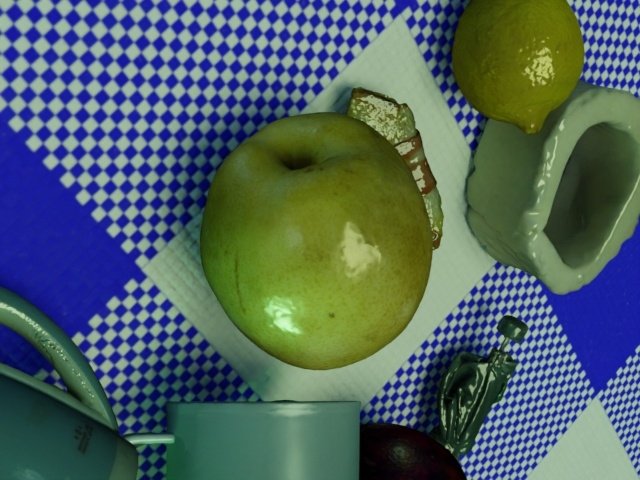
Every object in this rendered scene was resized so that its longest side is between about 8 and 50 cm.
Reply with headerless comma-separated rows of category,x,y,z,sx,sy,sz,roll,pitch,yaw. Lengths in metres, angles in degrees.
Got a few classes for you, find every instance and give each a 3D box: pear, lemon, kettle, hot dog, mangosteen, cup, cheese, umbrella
pear,0.000,0.000,1.254,0.314,0.314,0.314,-17,120,-32
lemon,0.278,-0.269,1.423,0.186,0.187,0.244,0,78,-38
kettle,-0.391,0.212,1.103,0.342,0.247,0.320,38,60,-19
hot dog,0.095,-0.098,1.418,0.123,0.093,0.262,-23,108,-18
mangosteen,0.059,0.415,1.500,0.359,0.306,0.306,19,98,-21
cup,-0.097,0.361,1.284,0.331,0.256,0.311,9,77,-48
cheese,0.378,-0.091,1.603,0.292,0.153,0.332,12,101,-41
umbrella,0.240,0.276,1.700,0.143,0.094,0.349,7,112,-59
